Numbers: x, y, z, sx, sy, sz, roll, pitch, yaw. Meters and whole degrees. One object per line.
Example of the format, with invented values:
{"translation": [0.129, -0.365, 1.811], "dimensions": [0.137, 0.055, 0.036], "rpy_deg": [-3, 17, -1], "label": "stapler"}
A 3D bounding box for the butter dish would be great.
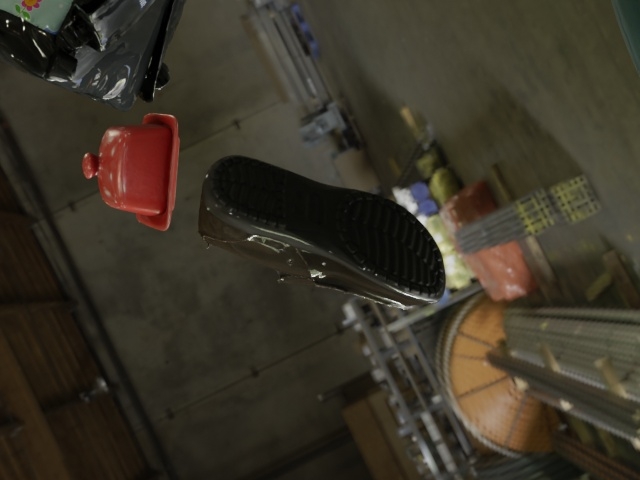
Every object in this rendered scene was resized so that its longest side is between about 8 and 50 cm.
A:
{"translation": [-0.269, -0.100, 1.289], "dimensions": [0.160, 0.118, 0.160], "rpy_deg": [17, 102, 63], "label": "butter dish"}

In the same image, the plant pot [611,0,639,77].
{"translation": [0.272, -0.146, 0.433], "dimensions": [0.293, 0.293, 0.235], "rpy_deg": [64, -177, -60], "label": "plant pot"}

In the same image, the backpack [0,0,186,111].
{"translation": [-0.134, -0.181, 0.562], "dimensions": [0.115, 0.182, 0.152], "rpy_deg": [23, -176, 4], "label": "backpack"}

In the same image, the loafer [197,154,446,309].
{"translation": [0.000, 0.000, 0.747], "dimensions": [0.220, 0.078, 0.080], "rpy_deg": [24, -128, -17], "label": "loafer"}
